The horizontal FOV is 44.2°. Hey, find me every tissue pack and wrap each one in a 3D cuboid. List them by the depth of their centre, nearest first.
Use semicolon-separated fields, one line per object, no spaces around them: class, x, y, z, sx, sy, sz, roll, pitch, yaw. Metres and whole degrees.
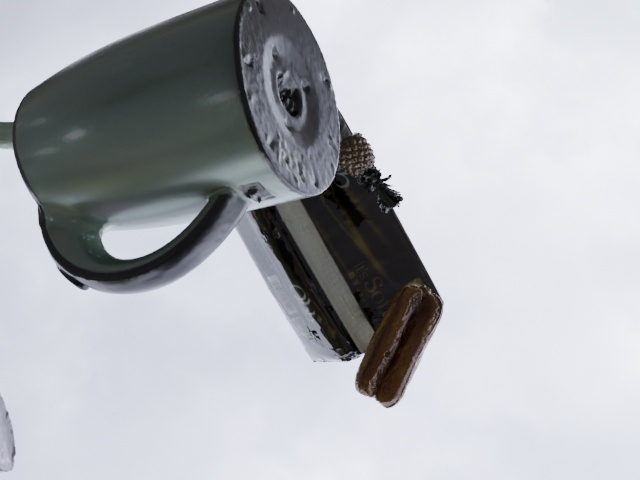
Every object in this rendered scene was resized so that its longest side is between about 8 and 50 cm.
tissue pack;0.000;0.000;1.219;0.198;0.370;0.210;-30;-177;-26

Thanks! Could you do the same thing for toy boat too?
toy boat;-0.485;0.262;1.083;0.097;0.223;0.100;6;-133;-3

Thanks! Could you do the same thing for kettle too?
kettle;-0.124;-0.066;0.627;0.237;0.161;0.221;-10;-115;24

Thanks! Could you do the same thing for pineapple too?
pineapple;0.066;-0.087;1.082;0.058;0.124;0.058;-33;-171;6

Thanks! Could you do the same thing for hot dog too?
hot dog;0.102;0.132;1.016;0.071;0.045;0.165;26;-92;-1

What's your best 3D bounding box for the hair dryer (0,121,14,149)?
hair dryer;-0.298;-0.091;0.944;0.229;0.092;0.267;39;-146;19
